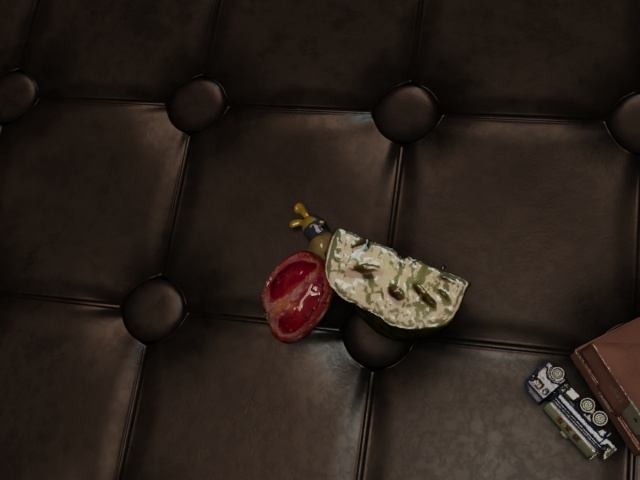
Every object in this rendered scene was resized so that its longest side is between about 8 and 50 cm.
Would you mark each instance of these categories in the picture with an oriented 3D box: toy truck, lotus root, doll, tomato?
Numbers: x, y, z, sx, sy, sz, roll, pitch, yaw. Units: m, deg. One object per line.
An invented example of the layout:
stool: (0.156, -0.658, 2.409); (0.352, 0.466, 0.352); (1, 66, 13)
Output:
toy truck: (0.471, 0.320, 1.587); (0.088, 0.074, 0.201); (-43, 69, 5)
lotus root: (0.125, 0.104, 1.639); (0.267, 0.260, 0.149); (23, 80, 5)
doll: (0.000, 0.000, 1.791); (0.179, 0.102, 0.089); (37, 44, 22)
tomato: (-0.028, 0.124, 1.738); (0.173, 0.099, 0.189); (-36, 49, 17)

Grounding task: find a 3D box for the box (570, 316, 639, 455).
box: (0.605, 0.244, 1.535); (0.215, 0.086, 0.215); (-21, 68, -18)
